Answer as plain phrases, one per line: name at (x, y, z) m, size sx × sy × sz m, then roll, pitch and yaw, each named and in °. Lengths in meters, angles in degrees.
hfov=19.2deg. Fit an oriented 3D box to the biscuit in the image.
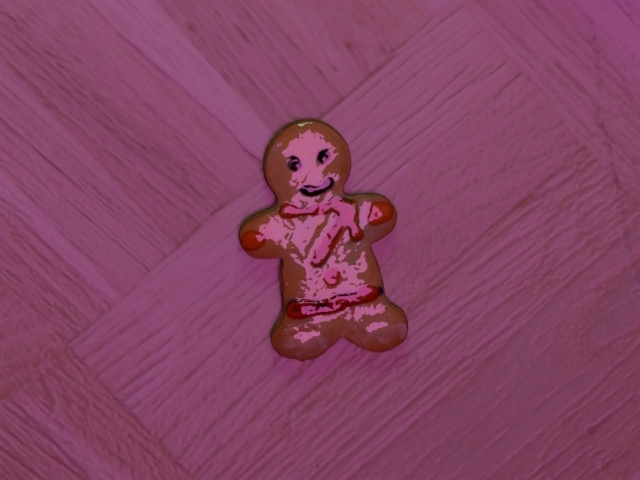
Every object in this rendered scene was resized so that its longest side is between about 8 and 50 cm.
biscuit at (0.000, 0.000, 1.804) m, size 0.153 × 0.030 × 0.234 m, roll -9°, pitch 101°, yaw -7°
